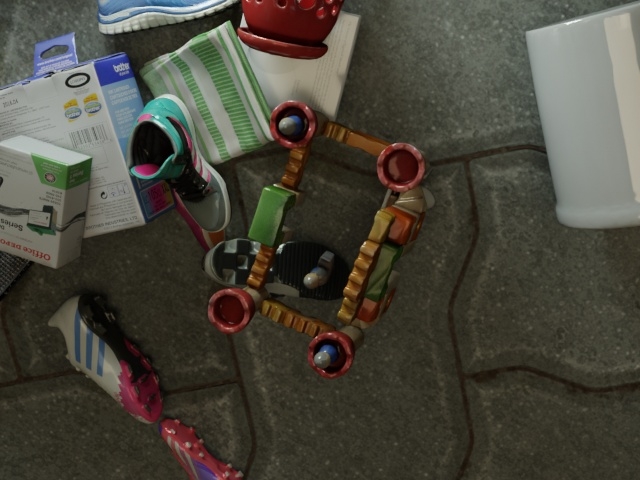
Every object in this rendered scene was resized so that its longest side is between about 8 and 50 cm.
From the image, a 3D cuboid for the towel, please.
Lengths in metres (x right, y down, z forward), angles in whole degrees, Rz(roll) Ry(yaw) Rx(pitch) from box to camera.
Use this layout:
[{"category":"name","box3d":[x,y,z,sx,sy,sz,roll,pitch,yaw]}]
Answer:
[{"category":"towel","box3d":[-0.223,-0.272,1.738,0.038,0.325,0.248,-35,105,-37]}]

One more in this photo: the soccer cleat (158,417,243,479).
[{"category":"soccer cleat","box3d":[-0.286,0.507,2.019,0.248,0.083,0.095,42,105,-11]}]

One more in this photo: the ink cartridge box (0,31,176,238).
[{"category":"ink cartridge box","box3d":[-0.489,-0.210,1.785,0.270,0.151,0.395,-11,105,19]}]

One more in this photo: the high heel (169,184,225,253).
[{"category":"high heel","box3d":[-0.288,-0.065,1.894,0.117,0.082,0.244,-6,120,32]}]

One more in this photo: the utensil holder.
[{"category":"utensil holder","box3d":[0.578,-0.249,1.694,0.327,0.327,0.385,-15,101,5]}]

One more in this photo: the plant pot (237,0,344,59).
[{"category":"plant pot","box3d":[-0.052,-0.423,1.593,0.191,0.191,0.174,10,108,-1]}]

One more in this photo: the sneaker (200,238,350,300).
[{"category":"sneaker","box3d":[-0.098,0.060,1.899,0.330,0.146,0.122,12,78,-24]}]

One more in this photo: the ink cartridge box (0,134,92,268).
[{"category":"ink cartridge box","box3d":[-0.544,-0.073,1.716,0.160,0.092,0.219,17,111,11]}]

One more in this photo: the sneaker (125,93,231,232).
[{"category":"sneaker","box3d":[-0.280,-0.131,1.723,0.124,0.178,0.295,-20,103,24]}]

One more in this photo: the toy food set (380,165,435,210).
[{"category":"toy food set","box3d":[0.159,-0.005,1.806,0.092,0.220,0.306,20,103,7]}]

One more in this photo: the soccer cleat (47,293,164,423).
[{"category":"soccer cleat","box3d":[-0.474,0.270,1.959,0.143,0.116,0.331,-26,100,23]}]

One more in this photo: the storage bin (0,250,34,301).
[{"category":"storage bin","box3d":[-0.678,0.054,1.893,0.084,0.122,0.180,42,101,-9]}]

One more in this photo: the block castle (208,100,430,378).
[{"category":"block castle","box3d":[0.000,0.000,1.624,0.303,0.213,0.453,23,104,13]}]

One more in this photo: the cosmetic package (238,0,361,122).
[{"category":"cosmetic package","box3d":[-0.053,-0.365,1.771,0.224,0.138,0.224,15,103,-1]}]

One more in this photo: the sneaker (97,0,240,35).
[{"category":"sneaker","box3d":[-0.292,-0.502,1.749,0.330,0.130,0.147,-10,106,4]}]
